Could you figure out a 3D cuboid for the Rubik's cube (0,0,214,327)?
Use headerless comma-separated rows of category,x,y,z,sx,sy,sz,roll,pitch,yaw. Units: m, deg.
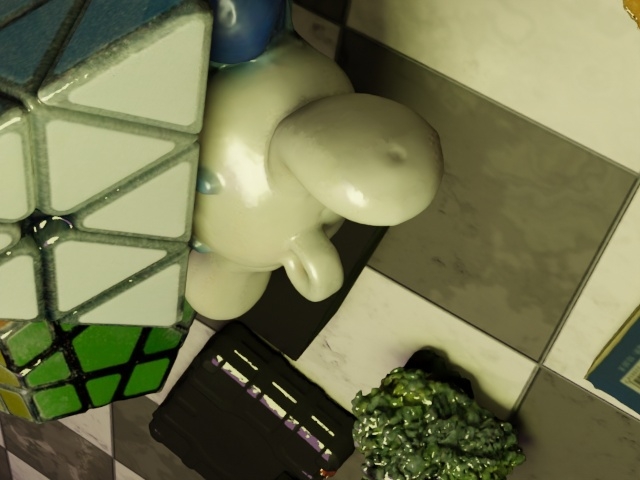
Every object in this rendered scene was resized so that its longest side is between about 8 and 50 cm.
Rubik's cube,-0.184,-0.060,0.646,0.228,0.233,0.228,15,98,1

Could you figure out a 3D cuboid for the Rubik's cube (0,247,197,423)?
Rubik's cube,-0.253,0.020,1.025,0.319,0.319,0.264,4,103,39

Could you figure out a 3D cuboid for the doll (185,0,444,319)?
doll,-0.081,-0.123,0.721,0.376,0.187,0.366,-30,81,49

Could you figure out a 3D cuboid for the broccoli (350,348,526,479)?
broccoli,0.089,0.231,1.075,0.165,0.145,0.304,38,157,10

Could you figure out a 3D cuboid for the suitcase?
suitcase,-0.086,0.225,1.262,0.206,0.066,0.285,40,144,2

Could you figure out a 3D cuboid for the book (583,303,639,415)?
book,0.428,0.139,0.733,0.428,0.039,0.300,33,144,10

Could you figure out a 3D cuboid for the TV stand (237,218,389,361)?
TV stand,0.000,0.000,0.937,0.088,0.083,0.269,37,143,7

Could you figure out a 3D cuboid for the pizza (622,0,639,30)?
pizza,0.265,-0.128,0.583,0.246,0.058,0.127,26,141,16
